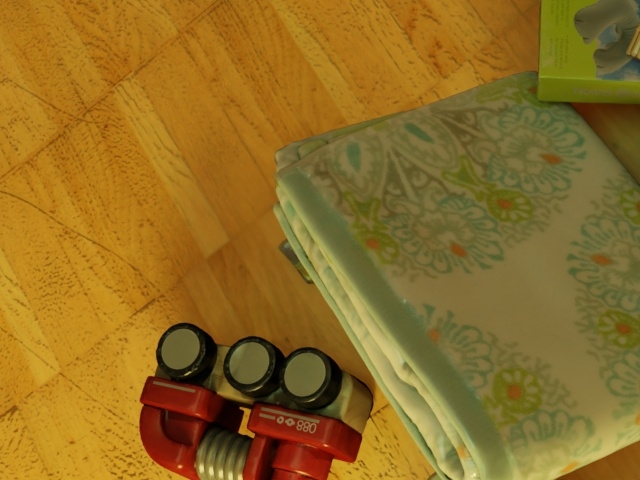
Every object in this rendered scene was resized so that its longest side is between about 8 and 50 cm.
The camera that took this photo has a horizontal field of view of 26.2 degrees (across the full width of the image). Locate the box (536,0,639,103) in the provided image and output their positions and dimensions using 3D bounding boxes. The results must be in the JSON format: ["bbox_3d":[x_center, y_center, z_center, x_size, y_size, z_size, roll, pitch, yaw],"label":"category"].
[{"bbox_3d":[0.293,-0.181,1.285,0.178,0.042,0.109,3,63,6],"label":"box"}]

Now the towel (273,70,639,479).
[{"bbox_3d":[0.168,0.023,1.211,0.321,0.090,0.374,-19,61,-24],"label":"towel"}]

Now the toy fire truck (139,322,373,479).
[{"bbox_3d":[-0.074,0.232,1.369,0.217,0.158,0.246,9,73,26],"label":"toy fire truck"}]

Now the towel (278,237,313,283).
[{"bbox_3d":[0.000,0.000,1.444,0.083,0.009,0.060,-42,65,11],"label":"towel"}]

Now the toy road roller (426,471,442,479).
[{"bbox_3d":[0.179,0.361,1.188,0.241,0.202,0.329,14,90,14],"label":"toy road roller"}]

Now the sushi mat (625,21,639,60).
[{"bbox_3d":[0.393,-0.277,1.191,0.151,0.019,0.316,25,102,20],"label":"sushi mat"}]
